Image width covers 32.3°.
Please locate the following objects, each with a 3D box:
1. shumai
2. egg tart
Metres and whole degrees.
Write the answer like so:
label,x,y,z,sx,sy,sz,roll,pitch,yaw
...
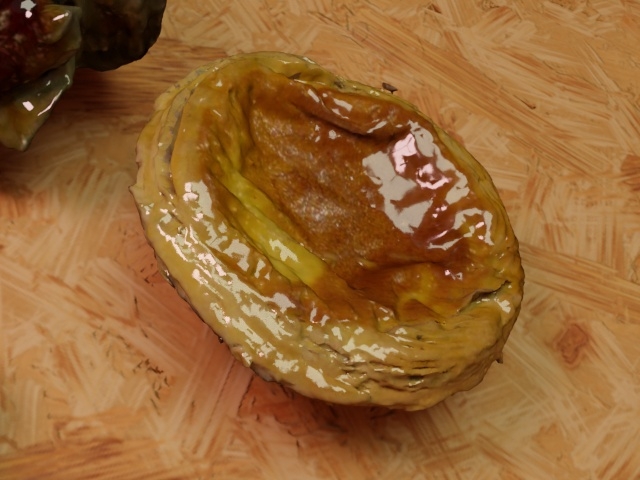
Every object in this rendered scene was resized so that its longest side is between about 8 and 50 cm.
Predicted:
label,x,y,z,sx,sy,sz,roll,pitch,yaw
shumai,-0.304,-0.220,0.870,0.288,0.330,0.292,-33,33,-20
egg tart,0.000,0.000,0.921,0.351,0.150,0.352,14,51,-18
